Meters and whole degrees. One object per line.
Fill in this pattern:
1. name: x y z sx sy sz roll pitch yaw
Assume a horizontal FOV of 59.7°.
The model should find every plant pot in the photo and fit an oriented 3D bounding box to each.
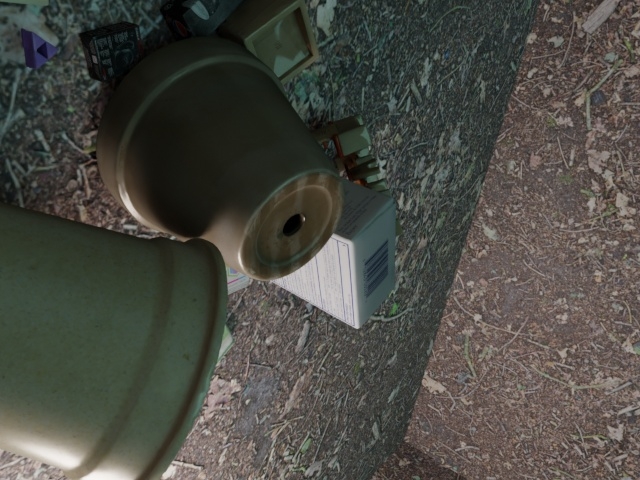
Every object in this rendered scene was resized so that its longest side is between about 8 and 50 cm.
1. plant pot: -0.323 0.098 0.627 0.305 0.334 0.333 26 88 -31
2. plant pot: -0.121 -0.098 0.839 0.323 0.280 0.323 -32 145 -26

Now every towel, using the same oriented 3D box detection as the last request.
1. towel: -0.248 0.220 1.217 0.113 0.023 0.152 -52 146 -28

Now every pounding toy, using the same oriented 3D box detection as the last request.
1. pounding toy: -0.113 -0.308 0.975 0.206 0.094 0.181 -41 148 -12

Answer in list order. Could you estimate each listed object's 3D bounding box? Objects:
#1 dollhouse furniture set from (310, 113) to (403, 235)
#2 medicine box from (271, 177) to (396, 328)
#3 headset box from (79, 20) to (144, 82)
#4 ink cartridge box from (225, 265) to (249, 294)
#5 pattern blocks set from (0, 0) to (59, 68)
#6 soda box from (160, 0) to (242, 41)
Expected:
1. dollhouse furniture set: 0.069 -0.143 1.277 0.135 0.262 0.259 -20 121 4
2. medicine box: 0.000 0.000 1.180 0.149 0.289 0.263 -43 145 -31
3. headset box: -0.282 -0.264 0.774 0.083 0.032 0.062 -40 143 -40
4. ink cartridge box: -0.190 0.006 1.103 0.109 0.062 0.209 -23 130 -51
5. pattern blocks set: -0.341 -0.330 0.558 0.285 0.026 0.324 -55 152 -50
6. soda box: -0.166 -0.380 0.862 0.169 0.053 0.060 -55 150 -20
